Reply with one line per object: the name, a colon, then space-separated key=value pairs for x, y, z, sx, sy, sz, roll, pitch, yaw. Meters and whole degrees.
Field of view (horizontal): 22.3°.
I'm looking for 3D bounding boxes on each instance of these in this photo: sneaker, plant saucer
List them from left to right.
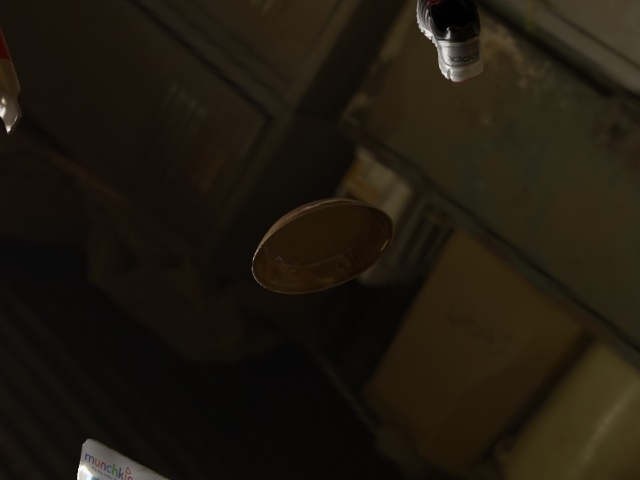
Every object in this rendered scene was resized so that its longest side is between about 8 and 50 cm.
plant saucer: x=0.000 y=0.000 z=0.907 sx=0.083 sy=0.083 sz=0.015 roll=16 pitch=-137 yaw=-43
sneaker: x=0.149 y=-0.257 z=1.858 sx=0.063 sy=0.075 sz=0.170 roll=-8 pitch=-139 yaw=-4

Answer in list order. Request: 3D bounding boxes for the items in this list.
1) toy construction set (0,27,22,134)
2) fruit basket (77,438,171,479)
toy construction set: x=-0.328 y=-0.022 z=1.156 sx=0.257 sy=0.309 sz=0.237 roll=18 pitch=-139 yaw=-53
fruit basket: x=-0.066 y=0.357 z=1.265 sx=0.353 sy=0.327 sz=0.165 roll=17 pitch=-161 yaw=23
